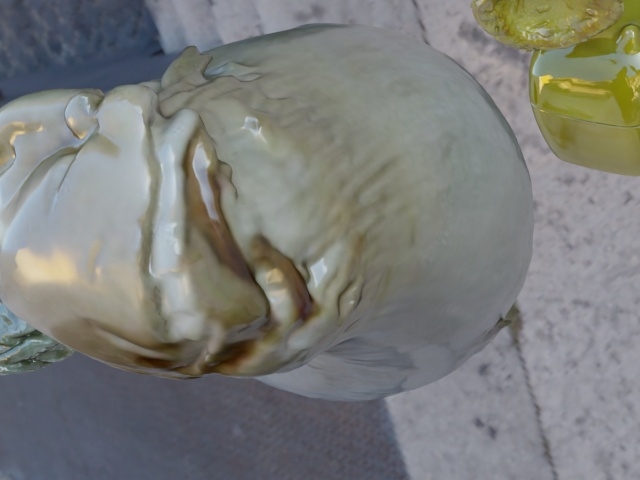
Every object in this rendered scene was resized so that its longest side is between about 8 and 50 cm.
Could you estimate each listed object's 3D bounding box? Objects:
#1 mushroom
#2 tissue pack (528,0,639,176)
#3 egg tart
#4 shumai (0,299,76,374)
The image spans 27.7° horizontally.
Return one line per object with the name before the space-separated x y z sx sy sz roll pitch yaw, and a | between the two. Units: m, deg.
mushroom | 0.000 0.000 0.498 0.397 0.177 0.126 64 -174 -80
tissue pack | 0.236 -0.149 0.985 0.123 0.178 0.127 13 143 35
egg tart | 0.153 -0.167 0.876 0.105 0.039 0.105 4 152 2
shumai | -0.303 0.044 1.298 0.184 0.184 0.142 21 114 39
